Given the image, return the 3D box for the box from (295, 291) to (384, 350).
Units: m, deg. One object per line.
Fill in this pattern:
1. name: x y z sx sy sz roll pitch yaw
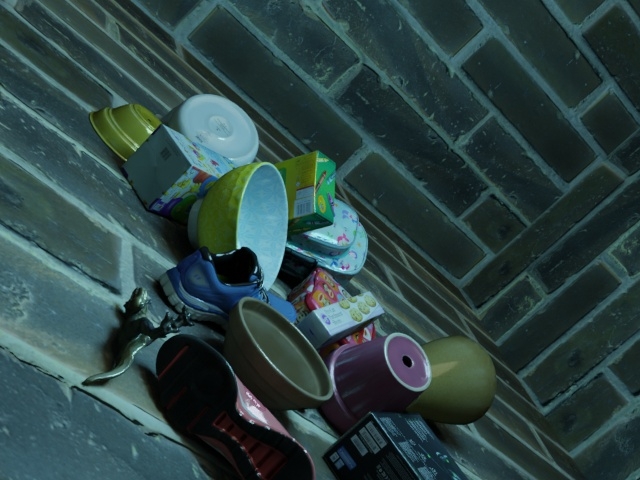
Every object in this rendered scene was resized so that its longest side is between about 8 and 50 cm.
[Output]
1. box: 0.047 0.169 1.758 0.067 0.063 0.324 52 21 13

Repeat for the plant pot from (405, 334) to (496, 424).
1. plant pot: 0.282 0.364 2.100 0.254 0.237 0.237 6 40 -48

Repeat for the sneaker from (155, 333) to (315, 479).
1. sneaker: -0.136 0.278 1.247 0.314 0.116 0.136 46 -11 12

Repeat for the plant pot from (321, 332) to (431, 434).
1. plant pot: 0.119 0.283 1.679 0.201 0.180 0.201 26 44 -28

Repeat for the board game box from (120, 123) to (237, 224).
1. board game box: -0.289 -0.128 1.864 0.144 0.142 0.275 52 14 28

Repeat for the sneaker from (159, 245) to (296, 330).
1. sneaker: -0.145 0.102 1.582 0.330 0.147 0.129 28 23 -49

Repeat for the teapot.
1. teapot: -0.293 -0.238 2.141 0.253 0.187 0.255 12 53 -27

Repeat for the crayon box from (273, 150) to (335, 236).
1. crayon box: -0.100 -0.095 1.974 0.081 0.279 0.165 31 54 -48

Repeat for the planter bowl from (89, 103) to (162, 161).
1. planter bowl: -0.427 -0.256 1.933 0.217 0.090 0.217 44 12 -12

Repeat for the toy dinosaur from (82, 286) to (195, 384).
1. toy dinosaur: -0.258 0.136 1.217 0.268 0.118 0.064 -90 160 -71

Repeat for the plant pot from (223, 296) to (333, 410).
1. plant pot: -0.096 0.223 1.472 0.237 0.110 0.237 43 14 -13

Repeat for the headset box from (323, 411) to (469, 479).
1. headset box: 0.174 0.461 1.564 0.246 0.131 0.283 52 13 25

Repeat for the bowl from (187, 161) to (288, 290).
1. bowl: -0.191 -0.030 1.769 0.156 0.289 0.289 6 0 18

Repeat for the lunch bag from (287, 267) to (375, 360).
1. lunch bag: 0.034 0.213 1.943 0.258 0.120 0.293 48 15 -8

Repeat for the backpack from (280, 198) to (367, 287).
1. backpack: 0.000 0.000 2.129 0.254 0.191 0.225 30 43 -14
